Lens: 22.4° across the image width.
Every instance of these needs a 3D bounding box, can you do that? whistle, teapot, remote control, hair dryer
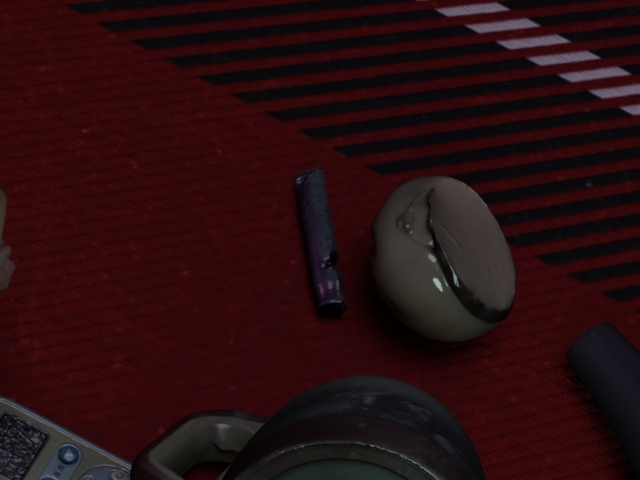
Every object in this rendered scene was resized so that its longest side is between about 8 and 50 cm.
[{"bbox_3d":[0.000,0.000,1.671,0.033,0.033,0.176,1,57,-18],"label":"whistle"},{"bbox_3d":[-0.006,0.221,1.386,0.315,0.233,0.312,10,13,5],"label":"teapot"},{"bbox_3d":[-0.225,0.217,1.432,0.244,0.047,0.087,28,55,1],"label":"remote control"},{"bbox_3d":[0.254,0.251,1.551,0.361,0.121,0.301,-23,58,-25],"label":"hair dryer"}]

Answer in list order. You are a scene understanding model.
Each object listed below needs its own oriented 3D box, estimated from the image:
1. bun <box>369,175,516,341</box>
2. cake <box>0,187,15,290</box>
[{"bbox_3d":[0.112,0.025,1.635,0.173,0.120,0.172,36,41,-38],"label":"bun"},{"bbox_3d":[-0.438,0.035,1.307,0.255,0.282,0.290,48,38,-37],"label":"cake"}]
